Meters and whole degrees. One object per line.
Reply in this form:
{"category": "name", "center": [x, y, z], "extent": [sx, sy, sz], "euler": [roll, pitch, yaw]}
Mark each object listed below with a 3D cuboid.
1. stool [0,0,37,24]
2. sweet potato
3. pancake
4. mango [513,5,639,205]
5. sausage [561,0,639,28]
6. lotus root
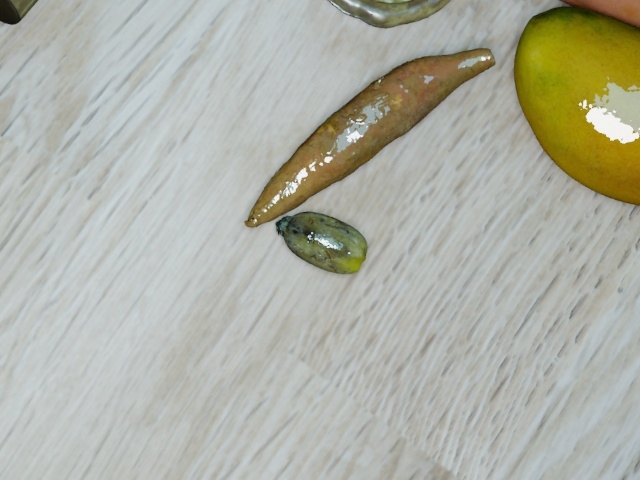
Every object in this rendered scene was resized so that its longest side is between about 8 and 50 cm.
{"category": "stool", "center": [-0.280, -0.367, 1.477], "extent": [0.179, 0.179, 0.264], "euler": [38, 78, -3]}
{"category": "sweet potato", "center": [0.041, -0.116, 1.550], "extent": [0.314, 0.066, 0.072], "euler": [-36, 121, -12]}
{"category": "pancake", "center": [0.069, -0.315, 1.609], "extent": [0.191, 0.020, 0.184], "euler": [2, 81, -9]}
{"category": "mango", "center": [0.312, -0.132, 1.567], "extent": [0.255, 0.139, 0.175], "euler": [23, 72, 1]}
{"category": "sausage", "center": [0.302, -0.290, 1.600], "extent": [0.259, 0.113, 0.113], "euler": [23, 79, -5]}
{"category": "lotus root", "center": [0.000, 0.000, 1.539], "extent": [0.099, 0.049, 0.054], "euler": [23, 81, 0]}
